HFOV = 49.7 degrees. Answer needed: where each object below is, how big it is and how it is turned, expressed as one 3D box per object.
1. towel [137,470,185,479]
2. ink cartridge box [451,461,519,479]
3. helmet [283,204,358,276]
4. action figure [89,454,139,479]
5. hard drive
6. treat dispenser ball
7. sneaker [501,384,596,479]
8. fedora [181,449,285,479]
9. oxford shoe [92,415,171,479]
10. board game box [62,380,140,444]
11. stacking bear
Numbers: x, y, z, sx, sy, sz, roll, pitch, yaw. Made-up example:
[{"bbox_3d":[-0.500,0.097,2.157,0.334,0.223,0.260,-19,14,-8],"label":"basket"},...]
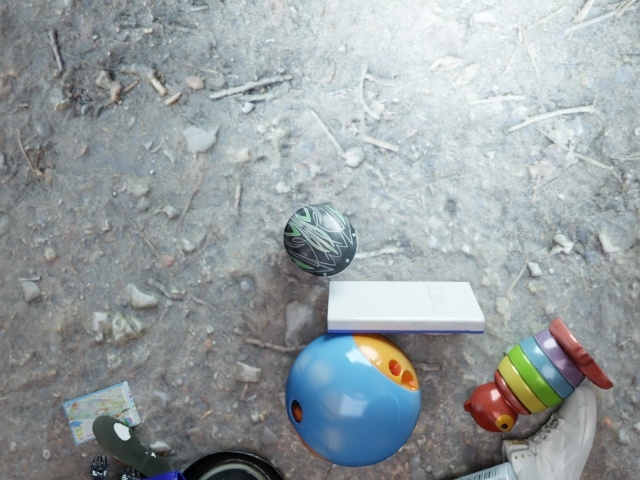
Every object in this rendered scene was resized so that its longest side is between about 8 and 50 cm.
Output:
[{"bbox_3d":[-0.387,0.613,1.429,0.308,0.076,0.227,-19,103,14],"label":"towel"},{"bbox_3d":[0.350,0.716,1.507,0.308,0.091,0.385,-26,86,18],"label":"ink cartridge box"},{"bbox_3d":[0.000,0.000,1.537,0.169,0.161,0.169,0,89,2],"label":"helmet"},{"bbox_3d":[-0.481,0.622,1.560,0.164,0.141,0.275,17,112,-6],"label":"action figure"},{"bbox_3d":[0.177,0.143,1.506,0.319,0.210,0.040,0,109,2],"label":"hard drive"},{"bbox_3d":[0.069,0.330,1.465,0.288,0.288,0.288,0,89,2],"label":"treat dispenser ball"},{"bbox_3d":[0.499,0.450,1.540,0.169,0.108,0.292,15,91,-1],"label":"sneaker"},{"bbox_3d":[-0.212,0.649,1.539,0.334,0.152,0.334,0,89,2],"label":"fedora"},{"bbox_3d":[-0.445,0.488,1.583,0.212,0.076,0.076,44,47,-4],"label":"oxford shoe"},{"bbox_3d":[-0.512,0.403,1.616,0.154,0.026,0.103,-18,88,1],"label":"board game box"},{"bbox_3d":[0.456,0.316,1.521,0.289,0.164,0.175,-39,121,11],"label":"stacking bear"}]
